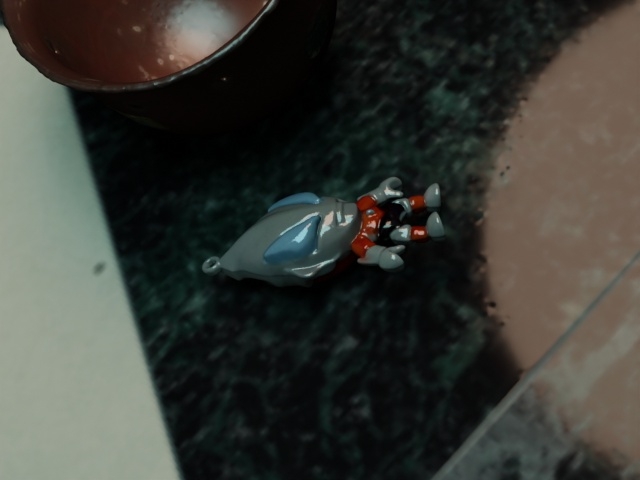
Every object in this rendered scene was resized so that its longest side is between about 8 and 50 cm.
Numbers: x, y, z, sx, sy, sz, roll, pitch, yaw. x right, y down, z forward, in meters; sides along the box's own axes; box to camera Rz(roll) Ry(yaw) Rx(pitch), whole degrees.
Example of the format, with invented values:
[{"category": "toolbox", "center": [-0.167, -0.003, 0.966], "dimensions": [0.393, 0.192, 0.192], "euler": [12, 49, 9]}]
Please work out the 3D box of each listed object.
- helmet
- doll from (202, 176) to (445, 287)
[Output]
[{"category": "helmet", "center": [-0.062, -0.112, 0.858], "dimensions": [0.175, 0.106, 0.155], "euler": [21, 73, 33]}, {"category": "doll", "center": [0.000, -0.001, 0.814], "dimensions": [0.114, 0.039, 0.057], "euler": [-12, 64, 11]}]
